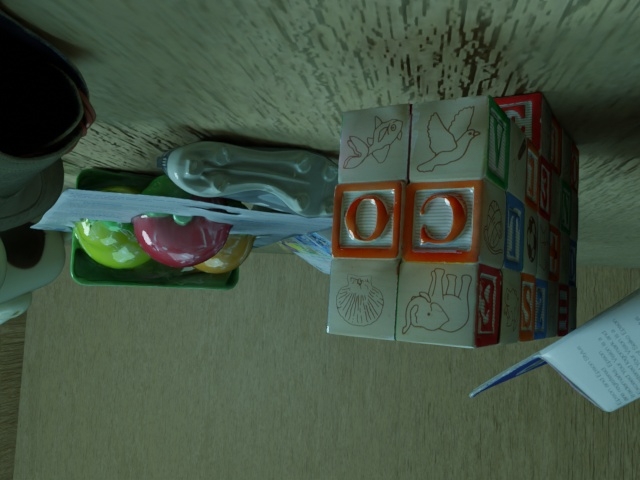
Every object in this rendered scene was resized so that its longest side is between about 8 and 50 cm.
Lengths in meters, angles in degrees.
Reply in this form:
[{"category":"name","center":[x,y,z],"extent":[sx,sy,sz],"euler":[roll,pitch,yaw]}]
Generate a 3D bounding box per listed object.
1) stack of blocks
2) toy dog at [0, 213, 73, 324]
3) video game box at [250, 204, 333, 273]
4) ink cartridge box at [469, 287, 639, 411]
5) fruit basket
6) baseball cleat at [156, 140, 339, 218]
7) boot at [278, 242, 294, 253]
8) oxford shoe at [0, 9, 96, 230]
[{"category":"stack of blocks","center":[0.121,-0.016,0.435],"extent":[0.087,0.171,0.297],"euler":[0,174,32]},{"category":"toy dog","center":[-0.627,0.052,1.051],"extent":[0.395,0.284,0.408],"euler":[-11,-176,-9]},{"category":"video game box","center":[0.000,0.000,0.934],"extent":[0.187,0.048,0.205],"euler":[33,167,-28]},{"category":"ink cartridge box","center":[0.333,0.046,0.476],"extent":[0.324,0.071,0.330],"euler":[-3,144,-45]},{"category":"fruit basket","center":[-0.184,-0.030,0.768],"extent":[0.327,0.165,0.353],"euler":[5,166,-30]},{"category":"baseball cleat","center":[-0.067,-0.072,0.624],"extent":[0.206,0.072,0.109],"euler":[11,-174,-34]},{"category":"boot","center":[-0.009,0.007,1.435],"extent":[0.269,0.089,0.236],"euler":[1,175,45]},{"category":"oxford shoe","center":[-0.210,-0.063,0.387],"extent":[0.130,0.123,0.348],"euler":[-2,178,-9]}]
